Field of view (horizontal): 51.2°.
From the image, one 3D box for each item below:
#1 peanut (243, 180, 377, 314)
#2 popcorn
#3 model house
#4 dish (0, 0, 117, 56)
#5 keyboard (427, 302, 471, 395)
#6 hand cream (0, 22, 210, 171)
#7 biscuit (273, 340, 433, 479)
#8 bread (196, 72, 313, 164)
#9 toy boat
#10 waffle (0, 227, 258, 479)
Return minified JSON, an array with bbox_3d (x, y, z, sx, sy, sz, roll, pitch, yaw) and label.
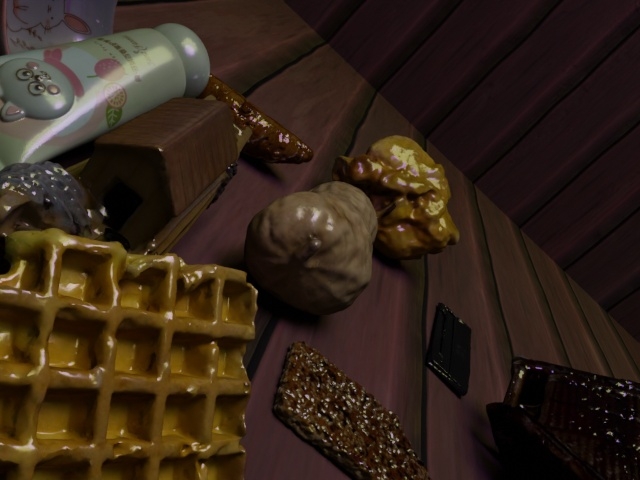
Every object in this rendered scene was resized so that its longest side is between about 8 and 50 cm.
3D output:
[{"bbox_3d":[0.001,0.009,0.862,0.291,0.142,0.159,-32,112,-74],"label":"peanut"},{"bbox_3d":[0.138,-0.081,1.205,0.253,0.190,0.191,30,19,-25],"label":"popcorn"},{"bbox_3d":[0.379,0.356,0.883,0.282,0.297,0.317,-58,140,-59],"label":"model house"},{"bbox_3d":[-0.327,-0.285,0.803,0.077,0.151,0.212,17,18,11],"label":"dish"},{"bbox_3d":[0.221,0.177,1.118,0.087,0.017,0.250,43,20,-1],"label":"keyboard"},{"bbox_3d":[-0.250,-0.161,0.714,0.147,0.093,0.305,47,46,8],"label":"hand cream"},{"bbox_3d":[0.051,0.212,0.728,0.237,0.026,0.131,40,23,-10],"label":"biscuit"},{"bbox_3d":[-0.119,-0.181,1.065,0.233,0.076,0.105,34,11,-10],"label":"bread"},{"bbox_3d":[-0.164,-0.069,0.658,0.136,0.162,0.445,39,21,-7],"label":"toy boat"},{"bbox_3d":[-0.137,0.111,0.402,0.219,0.057,0.230,19,67,-47],"label":"waffle"}]
